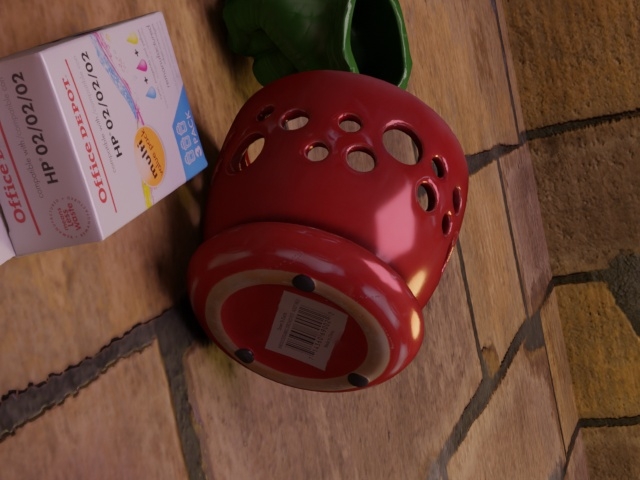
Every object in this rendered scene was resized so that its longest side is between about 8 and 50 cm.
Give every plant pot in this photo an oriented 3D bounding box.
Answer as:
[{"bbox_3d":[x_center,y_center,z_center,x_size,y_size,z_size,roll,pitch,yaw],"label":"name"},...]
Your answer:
[{"bbox_3d":[0.000,0.000,0.745,0.191,0.191,0.174,63,35,-39],"label":"plant pot"}]

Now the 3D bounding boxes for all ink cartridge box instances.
[{"bbox_3d":[-0.137,-0.059,0.576,0.181,0.062,0.104,-50,127,-63],"label":"ink cartridge box"}]

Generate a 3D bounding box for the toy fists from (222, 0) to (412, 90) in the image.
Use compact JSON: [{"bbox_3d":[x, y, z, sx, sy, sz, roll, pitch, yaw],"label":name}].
[{"bbox_3d":[-0.033,-0.221,0.816,0.096,0.142,0.279,-43,126,-28],"label":"toy fists"}]
